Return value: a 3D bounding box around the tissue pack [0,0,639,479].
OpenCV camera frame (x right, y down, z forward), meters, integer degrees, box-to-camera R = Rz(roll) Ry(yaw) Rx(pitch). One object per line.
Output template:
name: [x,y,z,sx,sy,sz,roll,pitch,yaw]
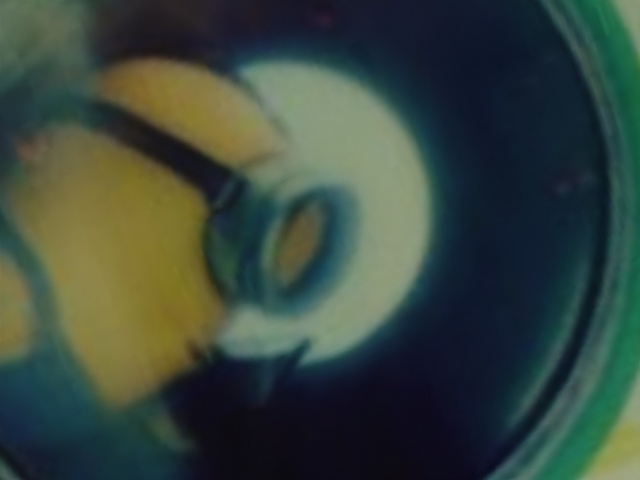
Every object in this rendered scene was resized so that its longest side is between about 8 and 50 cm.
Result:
tissue pack: [0.000,0.000,0.418,0.162,0.388,0.287,-159,52,-79]
